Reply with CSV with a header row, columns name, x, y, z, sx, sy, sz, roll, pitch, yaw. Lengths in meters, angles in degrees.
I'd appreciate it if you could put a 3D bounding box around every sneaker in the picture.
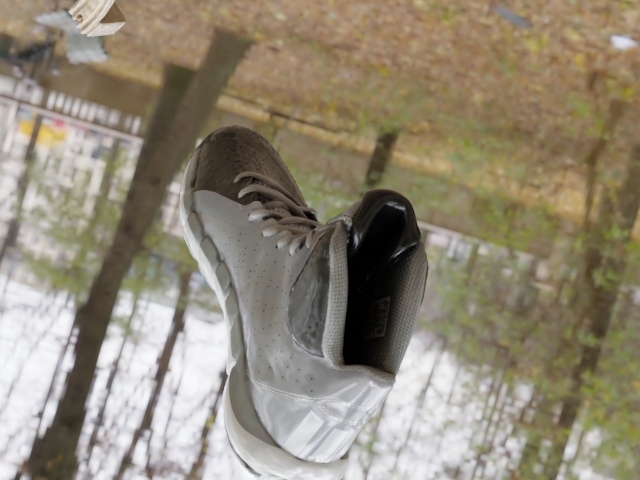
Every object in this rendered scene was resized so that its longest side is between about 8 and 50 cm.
name,x,y,z,sx,sy,sz,roll,pitch,yaw
sneaker,0.000,0.000,0.661,0.086,0.132,0.228,10,-134,-31

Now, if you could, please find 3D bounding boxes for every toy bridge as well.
name,x,y,z,sx,sy,sz,roll,pitch,yaw
toy bridge,-0.093,-0.188,0.823,0.188,0.026,0.063,-32,175,30
